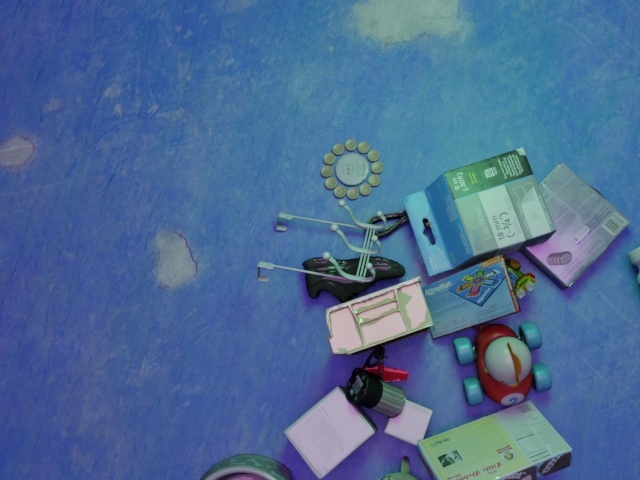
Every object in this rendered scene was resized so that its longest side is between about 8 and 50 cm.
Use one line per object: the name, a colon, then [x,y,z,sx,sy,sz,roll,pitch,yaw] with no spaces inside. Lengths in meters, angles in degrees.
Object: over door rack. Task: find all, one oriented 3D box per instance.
over door rack: [0.000,0.000,1.779,0.323,0.108,0.240,1,40,15]

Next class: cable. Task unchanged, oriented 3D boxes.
cable: [0.265,-0.077,1.855,0.286,0.072,0.140,-2,76,5]

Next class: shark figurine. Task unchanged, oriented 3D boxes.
shark figurine: [0.249,0.675,1.696,0.278,0.166,0.116,36,110,-4]

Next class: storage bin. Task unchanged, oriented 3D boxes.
storage bin: [0.149,0.208,1.711,0.260,0.262,0.123,-19,78,3]

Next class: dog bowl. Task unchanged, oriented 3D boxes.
dog bowl: [-0.197,0.739,1.721,0.348,0.102,0.349,-2,78,8]

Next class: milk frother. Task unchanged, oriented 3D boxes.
milk frother: [0.156,0.355,1.673,0.143,0.134,0.129,-44,35,30]

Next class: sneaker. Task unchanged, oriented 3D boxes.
sneaker: [0.093,0.107,1.834,0.286,0.109,0.130,-3,86,14]

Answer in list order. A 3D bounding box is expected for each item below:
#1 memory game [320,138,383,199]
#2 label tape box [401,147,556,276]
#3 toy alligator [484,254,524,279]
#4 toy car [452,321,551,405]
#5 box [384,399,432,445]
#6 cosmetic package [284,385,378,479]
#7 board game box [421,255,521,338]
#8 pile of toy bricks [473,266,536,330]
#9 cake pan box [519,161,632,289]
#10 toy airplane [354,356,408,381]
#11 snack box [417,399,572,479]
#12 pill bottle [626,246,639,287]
memory game: [0.092,-0.208,1.939,0.186,0.012,0.186,-2,77,7]
label tape box: [0.410,-0.072,1.746,0.333,0.106,0.241,-18,76,1]
toy alligator: [0.482,0.052,1.813,0.189,0.056,0.051,29,41,14]
toy car: [0.465,0.317,1.648,0.219,0.238,0.211,-13,86,4]
box: [0.229,0.471,1.731,0.101,0.087,0.102,20,81,11]
cosmetic package: [0.031,0.492,1.720,0.183,0.151,0.151,-40,76,-1]
board game box: [0.378,0.152,1.717,0.027,0.281,0.145,-4,73,-39]
pile of toy bricks: [0.461,0.133,1.770,0.118,0.105,0.212,40,117,-5]
cake pan box: [0.660,-0.044,1.801,0.245,0.070,0.267,43,86,12]
toy airplane: [0.159,0.384,1.790,0.151,0.028,0.151,-2,77,9]
snack box: [0.420,0.519,1.619,0.321,0.187,0.060,-17,119,-9]
pill bottle: [0.906,0.122,1.688,0.153,0.153,0.265,-26,75,1]
